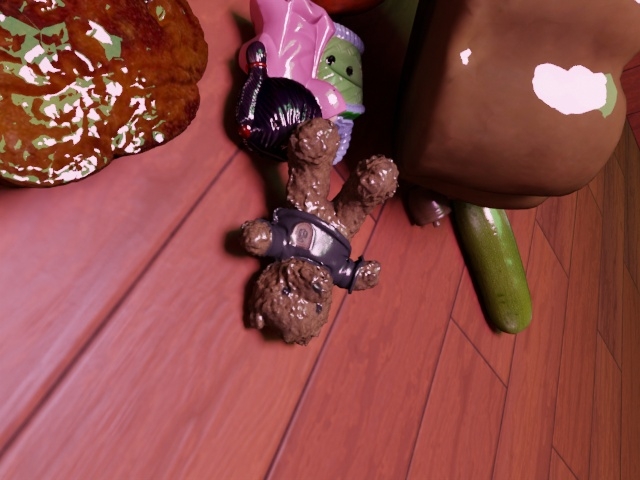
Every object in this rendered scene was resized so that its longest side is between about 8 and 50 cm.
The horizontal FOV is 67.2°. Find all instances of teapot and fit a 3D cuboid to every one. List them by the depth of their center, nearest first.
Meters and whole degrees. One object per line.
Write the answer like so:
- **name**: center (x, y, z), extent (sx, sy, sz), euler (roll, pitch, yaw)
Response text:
- **teapot**: center (0.206, -0.071, 0.832), extent (0.080, 0.110, 0.085), euler (63, 10, -8)

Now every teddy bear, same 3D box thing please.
- **teddy bear**: center (-0.003, -0.003, 0.578), extent (0.181, 0.129, 0.252), euler (23, 87, -10)

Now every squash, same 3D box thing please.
- **squash**: center (0.333, 0.013, 0.944), extent (0.101, 0.101, 0.379), euler (-28, 100, -46)

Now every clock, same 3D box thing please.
- **clock**: center (-0.021, -0.192, 0.624), extent (0.193, 0.100, 0.196), euler (16, 77, -43)

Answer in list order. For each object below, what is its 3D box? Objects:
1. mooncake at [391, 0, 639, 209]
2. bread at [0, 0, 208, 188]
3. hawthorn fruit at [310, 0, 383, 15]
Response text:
- **mooncake**: center (0.264, -0.280, 0.684), extent (0.261, 0.467, 0.468), euler (12, 64, 3)
- **bread**: center (-0.214, -0.165, 0.385), extent (0.232, 0.135, 0.247), euler (57, 47, -19)
- **hawthorn fruit**: center (0.057, -0.409, 0.623), extent (0.211, 0.298, 0.212), euler (-8, 102, -46)
